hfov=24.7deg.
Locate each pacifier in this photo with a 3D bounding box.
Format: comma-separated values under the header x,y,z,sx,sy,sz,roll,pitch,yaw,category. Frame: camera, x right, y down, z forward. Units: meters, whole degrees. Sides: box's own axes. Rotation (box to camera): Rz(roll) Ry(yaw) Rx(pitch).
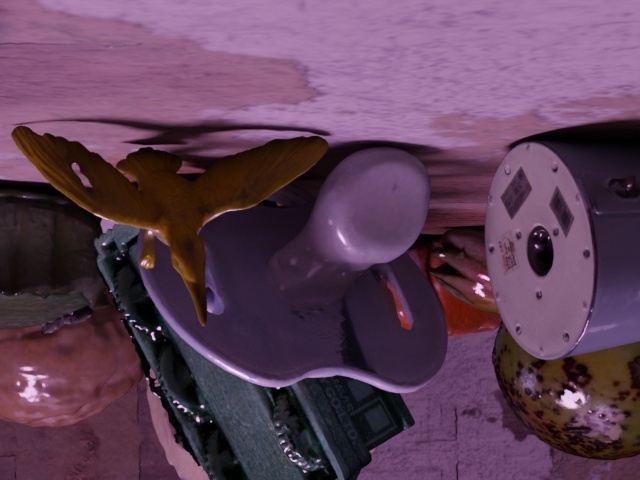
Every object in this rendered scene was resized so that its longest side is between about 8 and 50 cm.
x,y,z,sx,sy,sz,roll,pitch,yaw,category
0.000,0.000,1.131,0.279,0.227,0.207,6,139,-35,pacifier

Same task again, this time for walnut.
x,y,z,sx,sy,sz,roll,pitch,yaw,category
-0.354,0.124,1.880,0.273,0.273,0.227,2,140,-27,walnut

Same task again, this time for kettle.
x,y,z,sx,sy,sz,roll,pitch,yaw,category
0.272,-0.019,1.073,0.243,0.160,0.210,-6,148,-20,kettle

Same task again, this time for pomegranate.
x,y,z,sx,sy,sz,roll,pitch,yaw,category
0.279,0.088,1.658,0.341,0.285,0.285,30,-173,22,pomegranate

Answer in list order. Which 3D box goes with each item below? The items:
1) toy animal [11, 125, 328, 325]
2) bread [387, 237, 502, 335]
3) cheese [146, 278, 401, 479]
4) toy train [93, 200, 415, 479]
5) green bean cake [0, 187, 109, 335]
x,y,z,sx,sy,sz,roll,pitch,yaw,category
-0.095,-0.009,1.017,0.219,0.155,0.095,-7,167,-17,toy animal
0.122,0.064,1.874,0.190,0.123,0.244,1,176,-29,bread
-0.056,0.112,1.546,0.153,0.292,0.332,3,162,-34,cheese
-0.056,0.094,1.287,0.138,0.330,0.178,-33,172,34,toy train
-0.317,0.018,1.337,0.223,0.124,0.227,5,171,-26,green bean cake
